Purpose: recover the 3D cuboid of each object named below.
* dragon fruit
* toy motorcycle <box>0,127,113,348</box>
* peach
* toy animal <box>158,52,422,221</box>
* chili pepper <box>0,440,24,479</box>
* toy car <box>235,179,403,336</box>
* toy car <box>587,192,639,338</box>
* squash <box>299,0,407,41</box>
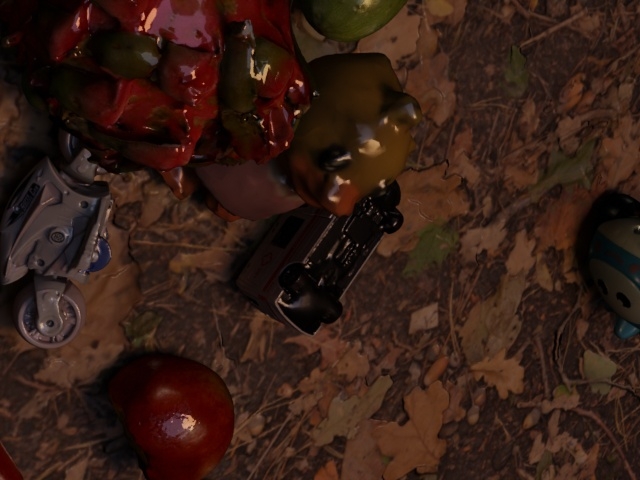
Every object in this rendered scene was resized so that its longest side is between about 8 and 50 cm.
[{"bbox_3d":[-0.143,-0.187,1.133,0.302,0.231,0.237,47,42,-12],"label":"dragon fruit"},{"bbox_3d":[-0.253,-0.017,1.246,0.112,0.112,0.254,6,107,-40],"label":"toy motorcycle"},{"bbox_3d":[-0.157,0.187,1.400,0.151,0.151,0.118,-25,167,-29],"label":"peach"},{"bbox_3d":[-0.015,-0.102,1.283,0.195,0.281,0.169,29,70,-42],"label":"toy animal"},{"bbox_3d":[-0.338,0.301,1.284,0.134,0.131,0.338,-56,134,-39],"label":"chili pepper"},{"bbox_3d":[0.000,0.000,1.444,0.089,0.108,0.209,44,76,-39],"label":"toy car"},{"bbox_3d":[0.479,0.058,1.796,0.255,0.188,0.190,11,108,-43],"label":"toy car"},{"bbox_3d":[0.101,-0.366,1.357,0.118,0.118,0.370,42,77,-42],"label":"squash"}]
